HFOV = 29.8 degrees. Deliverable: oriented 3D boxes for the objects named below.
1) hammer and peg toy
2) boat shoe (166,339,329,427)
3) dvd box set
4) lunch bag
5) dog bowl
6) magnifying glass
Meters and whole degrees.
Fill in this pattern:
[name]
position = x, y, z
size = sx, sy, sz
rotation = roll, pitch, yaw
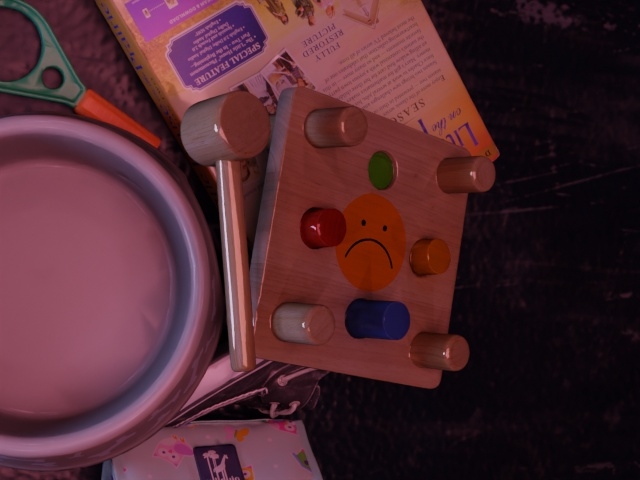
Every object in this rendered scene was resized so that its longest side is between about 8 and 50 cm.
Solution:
[hammer and peg toy]
position = 0.000, 0.000, 1.131
size = 0.361, 0.127, 0.266
rotation = 14, 81, -41
[boat shoe]
position = -0.042, 0.137, 1.260
size = 0.301, 0.108, 0.102
rotation = -26, 94, -26
[dvd box set]
position = -0.025, -0.190, 1.267
size = 0.308, 0.062, 0.420
rotation = -35, 106, -17
[lunch bag]
position = -0.107, 0.310, 1.221
size = 0.223, 0.160, 0.262
rotation = 0, 76, -19
[dog bowl]
position = -0.256, 0.043, 1.111
size = 0.349, 0.102, 0.348
rotation = 1, 85, -7
[magnifying glass]
position = -0.259, -0.155, 1.193
size = 0.231, 0.026, 0.092
rotation = 36, 80, -19
